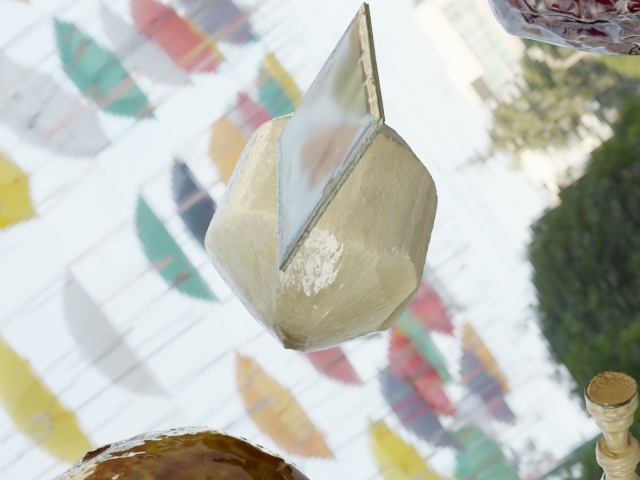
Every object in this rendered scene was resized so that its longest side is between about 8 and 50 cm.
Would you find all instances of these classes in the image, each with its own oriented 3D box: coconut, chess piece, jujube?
[{"bbox_3d":[0.000,0.000,1.770,0.237,0.237,0.266,44,-131,-30],"label":"coconut"},{"bbox_3d":[0.323,0.225,1.775,0.060,0.060,0.172,-102,-1,-56],"label":"chess piece"},{"bbox_3d":[0.342,-0.323,1.832,0.258,0.376,0.258,1,-91,-45],"label":"jujube"}]

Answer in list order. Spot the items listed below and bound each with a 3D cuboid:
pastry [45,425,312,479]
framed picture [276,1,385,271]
[{"bbox_3d":[-0.129,0.351,1.548,0.388,0.388,0.313,61,153,23],"label":"pastry"},{"bbox_3d":[0.005,-0.098,1.449,0.010,0.173,0.231,25,-151,-17],"label":"framed picture"}]
